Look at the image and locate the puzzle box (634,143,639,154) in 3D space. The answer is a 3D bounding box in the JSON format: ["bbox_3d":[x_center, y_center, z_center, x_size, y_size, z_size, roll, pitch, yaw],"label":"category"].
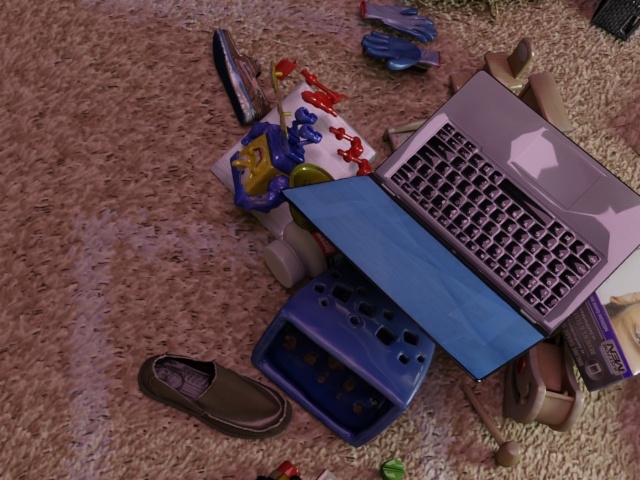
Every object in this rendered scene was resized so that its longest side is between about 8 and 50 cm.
[{"bbox_3d":[0.838,-0.119,1.843,0.272,0.052,0.409,-40,81,-22],"label":"puzzle box"}]

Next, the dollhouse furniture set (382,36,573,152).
[{"bbox_3d":[0.232,-0.196,1.689,0.356,0.174,0.303,-10,71,-15],"label":"dollhouse furniture set"}]

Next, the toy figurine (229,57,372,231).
[{"bbox_3d":[-0.056,-0.097,1.580,0.191,0.217,0.362,22,42,-39],"label":"toy figurine"}]

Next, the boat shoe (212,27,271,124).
[{"bbox_3d":[-0.141,-0.297,1.718,0.066,0.066,0.183,-17,83,-22],"label":"boat shoe"}]

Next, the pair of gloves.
[{"bbox_3d":[0.149,-0.379,1.789,0.159,0.023,0.198,11,47,-12],"label":"pair of gloves"}]

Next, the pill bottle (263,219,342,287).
[{"bbox_3d":[0.000,0.000,1.603,0.180,0.108,0.108,-33,79,-20],"label":"pill bottle"}]

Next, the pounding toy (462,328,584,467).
[{"bbox_3d":[0.329,0.224,1.556,0.155,0.154,0.269,13,67,-6],"label":"pounding toy"}]

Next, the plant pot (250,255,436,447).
[{"bbox_3d":[0.060,0.150,1.496,0.236,0.236,0.212,39,60,5],"label":"plant pot"}]

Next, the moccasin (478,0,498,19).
[{"bbox_3d":[0.323,-0.522,1.852,0.380,0.147,0.139,-7,53,-33],"label":"moccasin"}]

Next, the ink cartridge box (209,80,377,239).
[{"bbox_3d":[-0.047,-0.139,1.690,0.232,0.066,0.189,-44,82,-1],"label":"ink cartridge box"}]

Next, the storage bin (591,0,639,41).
[{"bbox_3d":[0.629,-0.504,1.910,0.084,0.122,0.180,31,67,2],"label":"storage bin"}]

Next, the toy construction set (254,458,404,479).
[{"bbox_3d":[0.041,0.414,1.382,0.309,0.237,0.257,-19,74,-18],"label":"toy construction set"}]

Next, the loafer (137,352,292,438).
[{"bbox_3d":[-0.163,0.240,1.489,0.251,0.087,0.094,17,67,-4],"label":"loafer"}]

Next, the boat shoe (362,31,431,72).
[{"bbox_3d":[0.143,-0.347,1.802,0.133,0.042,0.049,23,44,-2],"label":"boat shoe"}]

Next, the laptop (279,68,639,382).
[{"bbox_3d":[0.232,-0.049,1.387,0.408,0.236,0.382,-44,71,-5],"label":"laptop"}]

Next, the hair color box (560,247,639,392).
[{"bbox_3d":[0.540,0.108,1.571,0.339,0.110,0.185,-14,75,-35],"label":"hair color box"}]
